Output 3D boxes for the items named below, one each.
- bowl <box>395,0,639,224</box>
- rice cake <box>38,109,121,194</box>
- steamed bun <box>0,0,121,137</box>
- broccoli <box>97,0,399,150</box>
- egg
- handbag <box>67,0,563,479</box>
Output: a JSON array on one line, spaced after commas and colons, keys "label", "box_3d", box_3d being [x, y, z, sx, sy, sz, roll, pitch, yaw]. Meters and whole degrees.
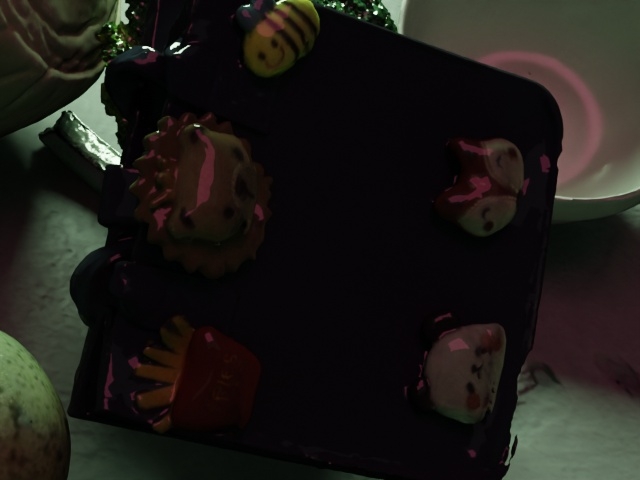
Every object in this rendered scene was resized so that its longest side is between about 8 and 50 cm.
[{"label": "bowl", "box_3d": [0.197, -0.133, 1.299, 0.287, 0.144, 0.287, 3, 65, -6]}, {"label": "rice cake", "box_3d": [-0.155, -0.040, 1.186, 0.208, 0.033, 0.033, 39, 44, 21]}, {"label": "steamed bun", "box_3d": [-0.279, -0.186, 1.110, 0.247, 0.236, 0.383, -11, 20, 9]}, {"label": "broccoli", "box_3d": [-0.063, -0.120, 1.157, 0.265, 0.245, 0.294, -28, 84, -29]}, {"label": "egg", "box_3d": [-0.236, 0.116, 0.901, 0.141, 0.141, 0.182, -23, 51, -38]}, {"label": "handbag", "box_3d": [0.000, 0.000, 0.975, 0.329, 0.122, 0.303, 17, 76, -29]}]
